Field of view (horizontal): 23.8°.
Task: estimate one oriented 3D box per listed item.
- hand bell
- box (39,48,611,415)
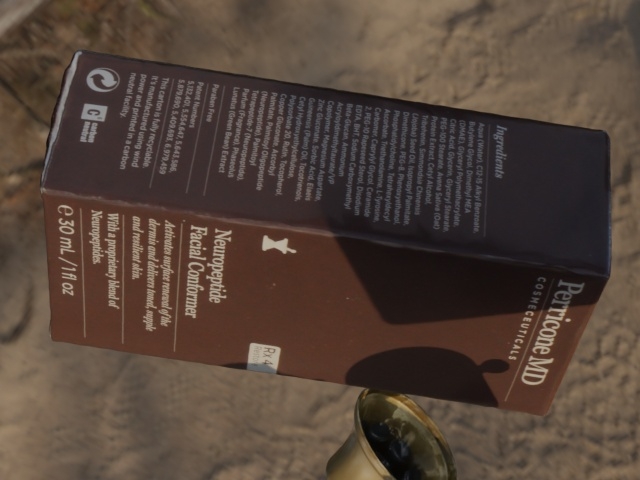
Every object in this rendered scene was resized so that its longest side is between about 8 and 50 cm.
[{"bbox_3d":[0.003,0.257,1.450,0.242,0.126,0.126,-43,59,28],"label":"hand bell"},{"bbox_3d":[0.000,0.000,1.088,0.381,0.191,0.143,7,53,-2],"label":"box"}]
